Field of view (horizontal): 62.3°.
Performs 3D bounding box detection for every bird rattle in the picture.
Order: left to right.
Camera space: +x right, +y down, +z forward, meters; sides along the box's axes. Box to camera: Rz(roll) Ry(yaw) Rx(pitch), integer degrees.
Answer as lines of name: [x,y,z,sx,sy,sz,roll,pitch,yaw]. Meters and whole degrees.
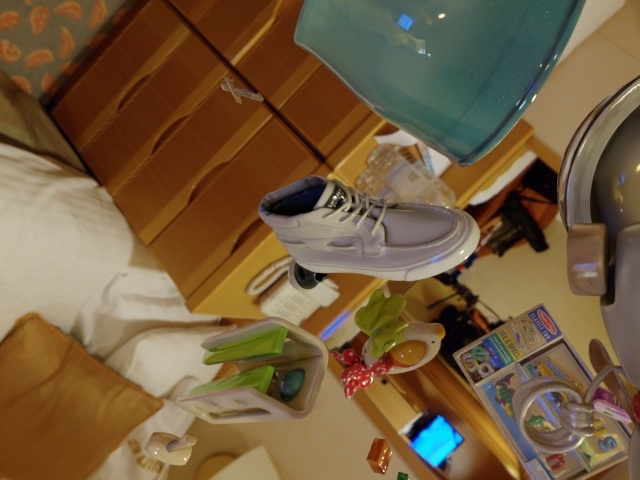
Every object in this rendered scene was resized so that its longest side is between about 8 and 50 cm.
bird rattle: [0.147,0.235,1.097,0.207,0.143,0.253,3,127,-15]

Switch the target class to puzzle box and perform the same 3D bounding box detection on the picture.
puzzle box: [0.564,0.399,1.340,0.272,0.408,0.052,-35,165,11]

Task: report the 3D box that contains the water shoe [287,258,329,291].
water shoe: [0.000,0.000,0.970,0.073,0.203,0.080,32,142,-32]

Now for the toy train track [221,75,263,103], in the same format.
toy train track: [-0.111,-0.217,0.763,0.014,0.083,0.048,-50,144,-19]

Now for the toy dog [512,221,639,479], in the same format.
toy dog: [0.375,0.110,0.601,0.161,0.220,0.333,-17,122,-51]

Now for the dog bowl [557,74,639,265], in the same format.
dog bowl: [0.573,-0.090,0.839,0.408,0.408,0.150,-48,-173,15]

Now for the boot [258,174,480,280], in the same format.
boot: [0.043,-0.020,0.622,0.123,0.259,0.095,46,50,-40]

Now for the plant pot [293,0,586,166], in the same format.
plant pot: [0.115,-0.262,0.622,0.272,0.256,0.271,-157,-90,-83]

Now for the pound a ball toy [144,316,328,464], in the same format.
pound a ball toy: [-0.136,0.267,0.862,0.319,0.136,0.208,-27,-145,49]

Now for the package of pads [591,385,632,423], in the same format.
package of pads: [0.596,0.335,1.085,0.050,0.083,0.031,-60,171,-49]

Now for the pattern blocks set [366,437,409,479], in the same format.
pattern blocks set: [0.075,0.411,0.688,0.026,0.285,0.325,-1,175,22]
